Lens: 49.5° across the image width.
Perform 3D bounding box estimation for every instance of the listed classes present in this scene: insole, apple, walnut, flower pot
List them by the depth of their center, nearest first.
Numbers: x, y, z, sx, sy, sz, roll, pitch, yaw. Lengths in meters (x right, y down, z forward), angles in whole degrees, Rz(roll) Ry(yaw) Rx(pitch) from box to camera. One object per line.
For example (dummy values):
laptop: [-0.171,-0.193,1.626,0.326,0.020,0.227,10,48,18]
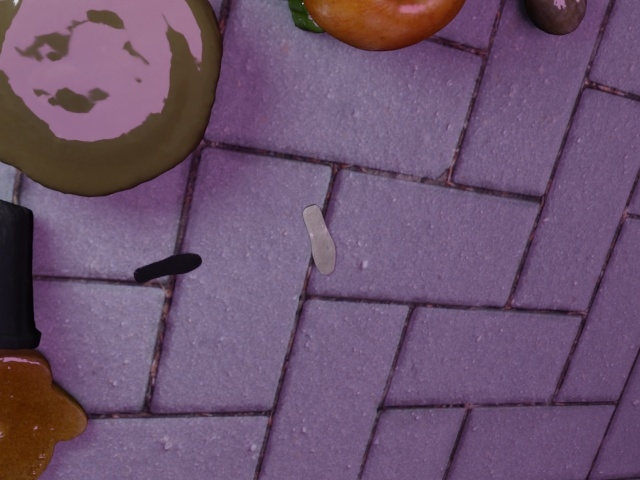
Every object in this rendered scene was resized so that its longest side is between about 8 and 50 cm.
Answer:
flower pot: [-0.646,0.032,1.214,0.379,0.379,0.251,21,83,-31]
apple: [0.120,-0.485,1.248,0.299,0.275,0.298,-10,117,-20]
insole: [-0.337,0.060,1.536,0.153,0.002,0.053,-18,117,-19]
walnut: [0.555,-0.563,1.642,0.140,0.140,0.162,-45,134,-3]
insole: [0.000,0.000,1.672,0.063,0.010,0.192,-25,120,-15]

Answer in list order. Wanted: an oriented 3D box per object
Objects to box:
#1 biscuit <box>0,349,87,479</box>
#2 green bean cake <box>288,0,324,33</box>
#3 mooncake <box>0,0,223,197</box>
biscuit: [-0.649,0.381,1.482,0.288,0.057,0.343,-3,111,-25]
green bean cake: [0.033,-0.536,1.407,0.214,0.113,0.200,-19,115,-19]
mooncake: [-0.405,-0.321,1.198,0.467,0.262,0.466,-10,117,-21]
